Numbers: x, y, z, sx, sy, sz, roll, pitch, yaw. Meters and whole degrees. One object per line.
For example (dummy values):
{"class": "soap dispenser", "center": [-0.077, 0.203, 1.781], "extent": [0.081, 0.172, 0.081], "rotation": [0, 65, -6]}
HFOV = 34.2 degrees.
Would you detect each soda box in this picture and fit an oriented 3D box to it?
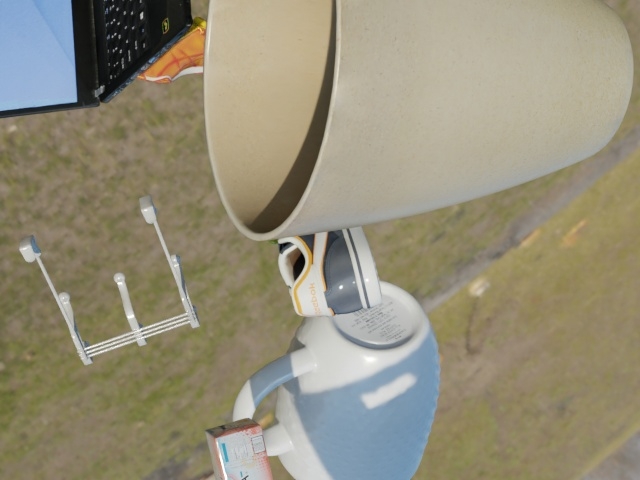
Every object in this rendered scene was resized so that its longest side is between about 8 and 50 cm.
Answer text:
{"class": "soda box", "center": [-0.084, 0.305, 1.220], "extent": [0.058, 0.183, 0.063], "rotation": [-13, -177, -18]}

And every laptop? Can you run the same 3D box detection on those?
{"class": "laptop", "center": [-0.236, -0.244, 0.893], "extent": [0.137, 0.234, 0.264], "rotation": [2, 164, -35]}

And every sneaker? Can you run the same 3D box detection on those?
{"class": "sneaker", "center": [0.000, 0.000, 1.478], "extent": [0.128, 0.126, 0.321], "rotation": [-15, -155, 1]}
{"class": "sneaker", "center": [-0.159, -0.215, 1.158], "extent": [0.175, 0.064, 0.067], "rotation": [-22, 129, -43]}

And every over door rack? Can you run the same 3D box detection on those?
{"class": "over door rack", "center": [-0.374, 0.065, 1.895], "extent": [0.240, 0.108, 0.324], "rotation": [-20, 132, -5]}

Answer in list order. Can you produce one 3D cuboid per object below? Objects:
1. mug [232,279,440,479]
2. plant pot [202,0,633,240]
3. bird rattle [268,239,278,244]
{"class": "mug", "center": [0.027, 0.249, 1.753], "extent": [0.374, 0.276, 0.328], "rotation": [-15, 137, -24]}
{"class": "plant pot", "center": [0.082, -0.125, 0.768], "extent": [0.274, 0.256, 0.256], "rotation": [1, 144, -24]}
{"class": "bird rattle", "center": [-0.002, -0.062, 2.098], "extent": [0.253, 0.143, 0.207], "rotation": [-56, -173, 23]}
